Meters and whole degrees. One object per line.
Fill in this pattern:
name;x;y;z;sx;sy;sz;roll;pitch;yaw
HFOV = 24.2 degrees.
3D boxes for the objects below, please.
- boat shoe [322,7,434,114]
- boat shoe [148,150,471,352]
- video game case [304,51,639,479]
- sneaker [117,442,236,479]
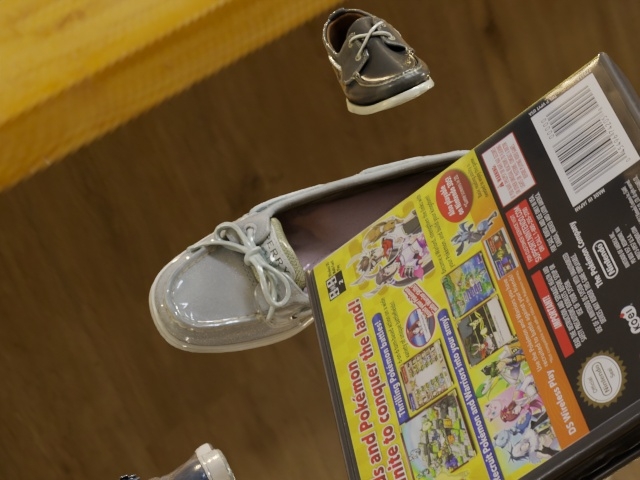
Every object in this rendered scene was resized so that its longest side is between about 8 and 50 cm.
boat shoe;0.050;-0.180;1.479;0.084;0.233;0.079;-25;-69;-3
boat shoe;0.002;0.002;1.299;0.320;0.118;0.103;-18;-21;-10
video game case;0.111;0.041;0.866;0.248;0.275;0.035;-37;-56;17
sneaker;-0.165;0.276;1.513;0.163;0.086;0.226;-26;-10;-9
